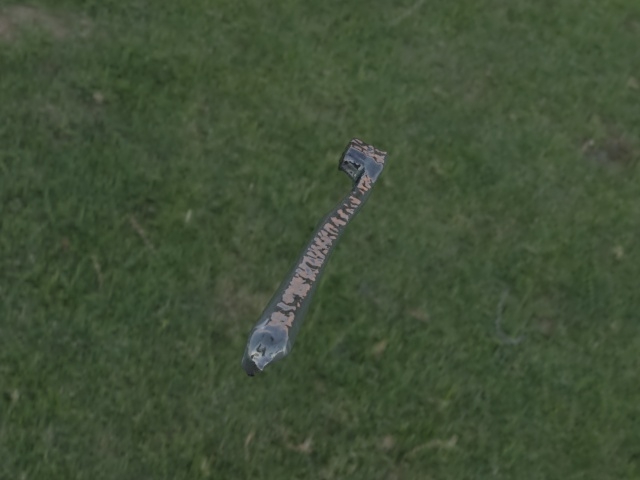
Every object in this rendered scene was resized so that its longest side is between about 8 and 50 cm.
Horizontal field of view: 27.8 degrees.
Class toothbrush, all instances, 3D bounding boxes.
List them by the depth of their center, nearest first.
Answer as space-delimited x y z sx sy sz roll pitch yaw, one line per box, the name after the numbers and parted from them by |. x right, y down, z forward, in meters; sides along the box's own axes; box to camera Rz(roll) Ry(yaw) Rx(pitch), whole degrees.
0.000 0.000 0.792 0.030 0.030 0.297 35 28 -4 | toothbrush
